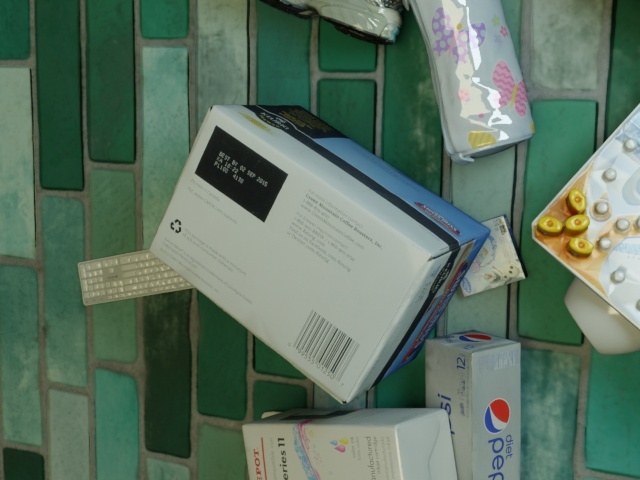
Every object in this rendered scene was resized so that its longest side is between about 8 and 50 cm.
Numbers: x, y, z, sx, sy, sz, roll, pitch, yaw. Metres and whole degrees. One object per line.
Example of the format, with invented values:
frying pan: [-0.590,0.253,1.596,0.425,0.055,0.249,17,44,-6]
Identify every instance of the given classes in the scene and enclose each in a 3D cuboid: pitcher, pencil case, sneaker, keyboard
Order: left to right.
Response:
keyboard: [-0.279,0.052,1.511,0.256,0.014,0.072,-10,94,24]
sneaker: [-0.006,-0.364,1.292,0.283,0.110,0.122,24,93,13]
pencil case: [0.184,-0.238,1.200,0.113,0.124,0.273,-12,96,60]
pitcher: [0.392,0.028,1.157,0.207,0.125,0.177,-36,78,14]

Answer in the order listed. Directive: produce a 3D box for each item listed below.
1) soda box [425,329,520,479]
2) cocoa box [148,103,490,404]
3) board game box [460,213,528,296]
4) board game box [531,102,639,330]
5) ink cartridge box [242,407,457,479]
soda box: [0.204,0.270,1.272,0.098,0.091,0.286,10,104,56]
cocoa box: [0.000,0.000,1.253,0.347,0.228,0.231,35,112,19]
board game box: [0.222,0.021,1.281,0.090,0.020,0.090,-19,90,26]
board game box: [0.508,-0.030,1.059,0.390,0.050,0.390,42,91,13]
ink cartridge box: [0.014,0.341,1.307,0.353,0.119,0.207,-10,87,42]
